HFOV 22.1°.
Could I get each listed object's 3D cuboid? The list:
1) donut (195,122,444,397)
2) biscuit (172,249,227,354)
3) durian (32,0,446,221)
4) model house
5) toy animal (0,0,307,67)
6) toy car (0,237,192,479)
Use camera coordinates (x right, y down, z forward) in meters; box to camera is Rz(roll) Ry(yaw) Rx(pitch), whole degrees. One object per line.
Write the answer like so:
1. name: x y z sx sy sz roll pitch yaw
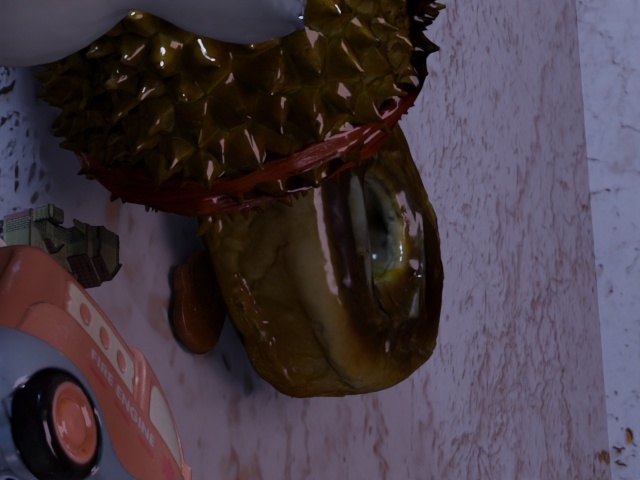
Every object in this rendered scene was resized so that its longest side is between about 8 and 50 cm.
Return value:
1. donut: 0.000 0.000 1.482 0.330 0.160 0.330 -16 90 -70
2. biscuit: -0.106 0.050 1.403 0.078 0.015 0.091 57 35 -38
3. durian: -0.078 -0.187 1.178 0.384 0.347 0.348 42 46 -46
4. model house: -0.190 0.015 1.199 0.083 0.057 0.058 35 48 -58
5. toy animal: -0.197 -0.155 0.903 0.241 0.367 0.196 -87 154 -45
6. toy car: -0.188 0.128 1.051 0.212 0.180 0.270 -80 149 -51
